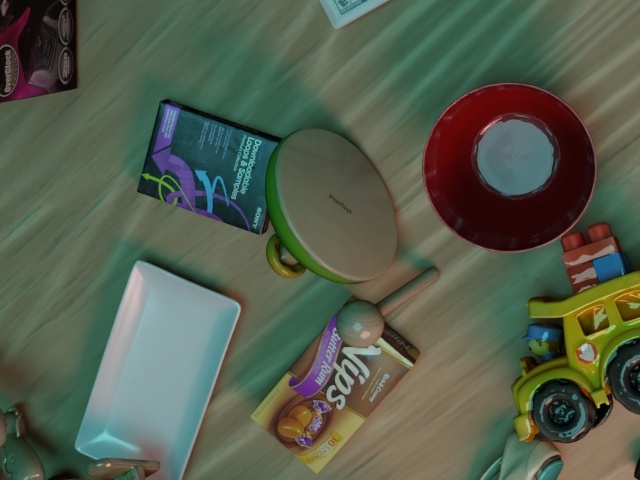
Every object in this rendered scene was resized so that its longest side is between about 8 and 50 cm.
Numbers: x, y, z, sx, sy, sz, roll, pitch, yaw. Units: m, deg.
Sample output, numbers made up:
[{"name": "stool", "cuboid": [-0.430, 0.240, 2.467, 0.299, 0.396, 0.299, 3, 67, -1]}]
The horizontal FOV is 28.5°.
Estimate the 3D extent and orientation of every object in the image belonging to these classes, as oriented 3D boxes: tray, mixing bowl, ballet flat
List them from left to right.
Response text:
[{"name": "tray", "cuboid": [-0.198, 0.167, 1.547, 0.145, 0.030, 0.270, 23, 107, 9]}, {"name": "ballet flat", "cuboid": [0.204, 0.332, 1.465, 0.086, 0.086, 0.248, 24, 105, 8]}, {"name": "mixing bowl", "cuboid": [0.206, -0.085, 1.355, 0.182, 0.098, 0.181, 3, 103, 13]}]

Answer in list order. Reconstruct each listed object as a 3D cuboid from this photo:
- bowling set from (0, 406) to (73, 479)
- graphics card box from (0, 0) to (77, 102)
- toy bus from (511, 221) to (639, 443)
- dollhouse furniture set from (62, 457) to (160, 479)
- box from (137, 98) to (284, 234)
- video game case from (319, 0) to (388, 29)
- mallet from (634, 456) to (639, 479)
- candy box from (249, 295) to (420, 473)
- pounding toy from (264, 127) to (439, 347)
[{"name": "bowling set", "cuboid": [-0.419, 0.301, 1.595, 0.287, 0.200, 0.154, -57, 43, 14]}, {"name": "graphics card box", "cuboid": [-0.375, -0.257, 1.321, 0.094, 0.371, 0.232, 4, 102, 14]}, {"name": "toy bus", "cuboid": [0.292, 0.097, 1.359, 0.220, 0.149, 0.211, -24, 82, 20]}, {"name": "dollhouse furniture set", "cuboid": [-0.301, 0.394, 1.489, 0.242, 0.161, 0.212, -34, 58, 34]}, {"name": "box", "cuboid": [-0.125, -0.086, 1.474, 0.162, 0.029, 0.116, 19, 106, 8]}, {"name": "video game case", "cuboid": [0.060, -0.358, 1.373, 0.201, 0.023, 0.183, -27, 95, 19]}, {"name": "mallet", "cuboid": [0.353, 0.322, 1.442, 0.062, 0.039, 0.189, 31, 111, 5]}, {"name": "candy box", "cuboid": [0.017, 0.170, 1.482, 0.109, 0.053, 0.186, 41, 109, 3]}, {"name": "pounding toy", "cuboid": [0.000, 0.000, 1.403, 0.110, 0.183, 0.236, -28, 98, 39]}]
